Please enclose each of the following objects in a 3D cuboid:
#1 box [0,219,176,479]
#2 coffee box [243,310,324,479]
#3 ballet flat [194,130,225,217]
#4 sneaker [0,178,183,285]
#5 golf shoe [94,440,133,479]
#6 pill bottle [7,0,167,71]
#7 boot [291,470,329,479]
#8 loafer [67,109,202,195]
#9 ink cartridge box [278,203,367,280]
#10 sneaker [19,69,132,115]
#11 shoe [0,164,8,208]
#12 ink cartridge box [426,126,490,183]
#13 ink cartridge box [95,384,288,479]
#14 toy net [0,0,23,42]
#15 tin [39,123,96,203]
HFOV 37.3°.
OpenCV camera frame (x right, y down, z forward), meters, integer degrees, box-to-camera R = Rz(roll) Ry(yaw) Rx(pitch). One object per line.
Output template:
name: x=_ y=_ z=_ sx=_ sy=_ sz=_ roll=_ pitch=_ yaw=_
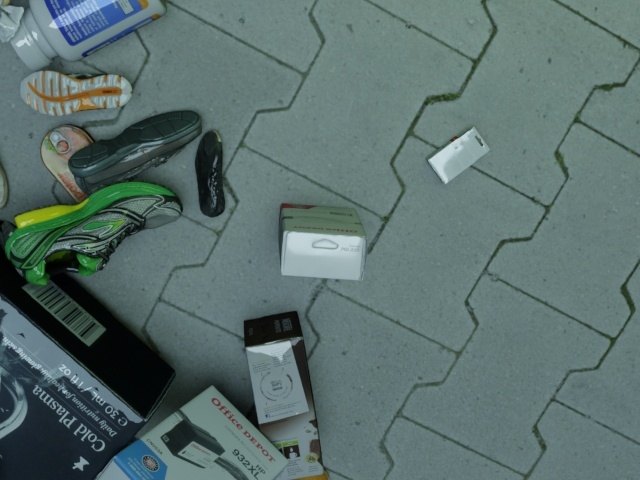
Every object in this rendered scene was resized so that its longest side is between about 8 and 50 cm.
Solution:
box: x=-0.621 y=0.303 z=1.802 sx=0.480 sy=0.297 sz=0.472 roll=42 pitch=100 yaw=-5
coffee box: x=-0.075 y=0.315 z=1.934 sx=0.118 sy=0.168 sz=0.297 roll=-10 pitch=105 yaw=-2
ballet flat: x=-0.216 y=-0.132 z=1.883 sx=0.057 sy=0.049 sz=0.173 roll=8 pitch=102 yaw=28
sneaker: x=-0.416 y=-0.005 z=1.796 sx=0.343 sy=0.134 sz=0.146 roll=-22 pitch=65 yaw=-22
golf shoe: x=-0.467 y=0.478 z=2.009 sx=0.186 sy=0.067 sz=0.086 roll=-14 pitch=63 yaw=11
pill bottle: x=-0.432 y=-0.421 z=1.732 sx=0.272 sy=0.152 sz=0.152 roll=-27 pitch=104 yaw=3
boot: x=-0.121 y=0.534 z=1.964 sx=0.295 sy=0.211 sz=0.104 roll=7 pitch=104 yaw=-6
loafer: x=-0.350 y=-0.169 z=1.830 sx=0.267 sy=0.096 sz=0.084 roll=-24 pitch=134 yaw=-14
ink cartridge box: x=0.000 y=0.000 z=1.834 sx=0.158 sy=0.218 sz=0.092 roll=4 pitch=104 yaw=-5
sneaker: x=-0.461 y=-0.281 z=1.803 sx=0.214 sy=0.083 sz=0.084 roll=2 pitch=104 yaw=-2
shoe: x=-0.664 y=-0.158 z=1.828 sx=0.076 sy=0.058 sz=0.219 roll=-16 pitch=105 yaw=0
ink cartridge box: x=0.276 y=-0.173 z=1.908 sx=0.115 sy=0.029 sz=0.063 roll=-37 pitch=103 yaw=4
ink cartridge box: x=-0.237 y=0.440 z=1.768 sx=0.223 sy=0.307 sz=0.129 roll=43 pitch=122 yaw=10
toy net: x=-0.588 y=-0.458 z=1.695 sx=0.122 sy=0.045 sz=0.232 roll=-16 pitch=70 yaw=21
tin: x=-0.466 y=-0.141 z=1.860 sx=0.106 sy=0.040 sz=0.190 roll=-37 pitch=104 yaw=1
